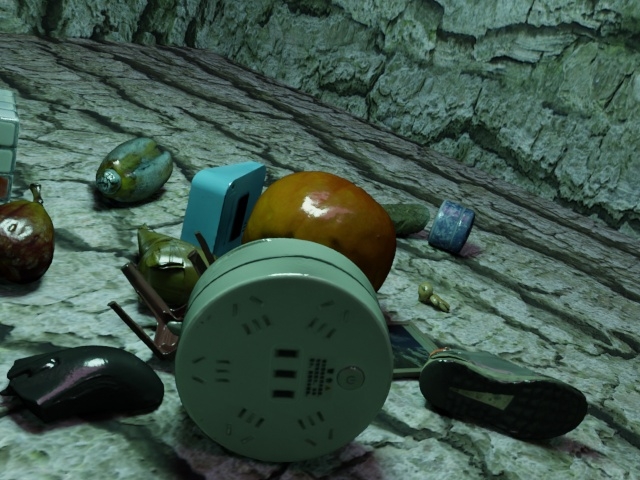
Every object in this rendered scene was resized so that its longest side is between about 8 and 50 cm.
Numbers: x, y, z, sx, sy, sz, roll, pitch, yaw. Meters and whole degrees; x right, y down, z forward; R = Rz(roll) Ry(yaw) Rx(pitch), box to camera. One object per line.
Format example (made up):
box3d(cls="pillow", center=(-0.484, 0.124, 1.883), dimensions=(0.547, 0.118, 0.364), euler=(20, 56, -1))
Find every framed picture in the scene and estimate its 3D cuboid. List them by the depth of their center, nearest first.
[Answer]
box3d(cls="framed picture", center=(0.139, 0.235, 1.644), dimensions=(0.281, 0.019, 0.209), euler=(3, 25, -32))

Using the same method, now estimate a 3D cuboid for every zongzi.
box3d(cls="zongzi", center=(-0.269, 0.057, 1.642), dimensions=(0.260, 0.123, 0.289), euler=(15, 17, -19))

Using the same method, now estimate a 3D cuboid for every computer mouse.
box3d(cls="computer mouse", center=(-0.377, 0.214, 1.223), dimensions=(0.264, 0.088, 0.147), euler=(-4, 27, -38))

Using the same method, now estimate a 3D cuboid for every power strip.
box3d(cls="power strip", center=(-0.069, 0.174, 1.208), dimensions=(0.358, 0.357, 0.161), euler=(14, 20, -8))

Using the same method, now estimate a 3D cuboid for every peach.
box3d(cls="peach", center=(0.000, 0.000, 1.701), dimensions=(0.343, 0.342, 0.302), euler=(27, 46, 24))

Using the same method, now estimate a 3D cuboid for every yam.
box3d(cls="yam", center=(0.238, -0.068, 2.346), dimensions=(0.183, 0.107, 0.107), euler=(2, 26, -31))

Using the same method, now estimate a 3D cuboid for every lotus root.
box3d(cls="lotus root", center=(-0.508, -0.172, 2.002), dimensions=(0.158, 0.140, 0.322), euler=(42, 28, -3))

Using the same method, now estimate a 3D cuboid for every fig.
box3d(cls="fig", center=(-0.605, -0.027, 1.524), dimensions=(0.170, 0.145, 0.274), euler=(14, 36, -10))

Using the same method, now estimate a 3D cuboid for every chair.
box3d(cls="chair", center=(-0.216, 0.164, 1.422), dimensions=(0.326, 0.183, 0.175), euler=(58, 8, -21))

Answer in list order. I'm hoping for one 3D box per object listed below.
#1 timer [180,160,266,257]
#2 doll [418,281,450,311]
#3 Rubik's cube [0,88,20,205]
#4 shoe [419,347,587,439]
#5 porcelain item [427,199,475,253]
box3d(cls="timer", center=(-0.227, -0.071, 1.830), dimensions=(0.091, 0.231, 0.250), euler=(20, 20, 16))
box3d(cls="doll", center=(0.293, 0.144, 1.940), dimensions=(0.093, 0.051, 0.061), euler=(21, 15, 6))
box3d(cls="Rubik's cube", center=(-0.811, -0.200, 1.662), dimensions=(0.253, 0.256, 0.259), euler=(5, 24, -28))
box3d(cls="shoe", center=(0.362, 0.296, 1.546), dimensions=(0.337, 0.132, 0.171), euler=(14, 12, 1))
box3d(cls="porcelain item", center=(0.409, -0.040, 2.350), dimensions=(0.114, 0.147, 0.147), euler=(24, 22, 10))
